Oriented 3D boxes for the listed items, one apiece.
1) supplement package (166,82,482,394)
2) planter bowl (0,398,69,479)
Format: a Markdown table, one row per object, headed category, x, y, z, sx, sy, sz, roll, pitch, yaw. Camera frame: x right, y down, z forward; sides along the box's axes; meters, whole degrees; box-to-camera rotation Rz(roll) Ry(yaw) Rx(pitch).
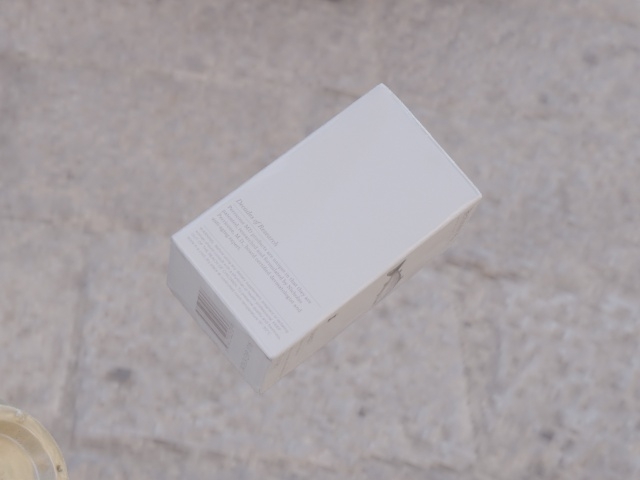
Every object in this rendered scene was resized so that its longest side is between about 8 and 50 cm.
| category | x | y | z | sx | sy | sz | roll | pitch | yaw |
| --- | --- | --- | --- | --- | --- | --- | --- | --- | --- |
| supplement package | 0.000 | 0.000 | 1.118 | 0.179 | 0.105 | 0.105 | -38 | 79 | -16 |
| planter bowl | -0.223 | 0.158 | 1.041 | 0.162 | 0.109 | 0.162 | 20 | 60 | -39 |
